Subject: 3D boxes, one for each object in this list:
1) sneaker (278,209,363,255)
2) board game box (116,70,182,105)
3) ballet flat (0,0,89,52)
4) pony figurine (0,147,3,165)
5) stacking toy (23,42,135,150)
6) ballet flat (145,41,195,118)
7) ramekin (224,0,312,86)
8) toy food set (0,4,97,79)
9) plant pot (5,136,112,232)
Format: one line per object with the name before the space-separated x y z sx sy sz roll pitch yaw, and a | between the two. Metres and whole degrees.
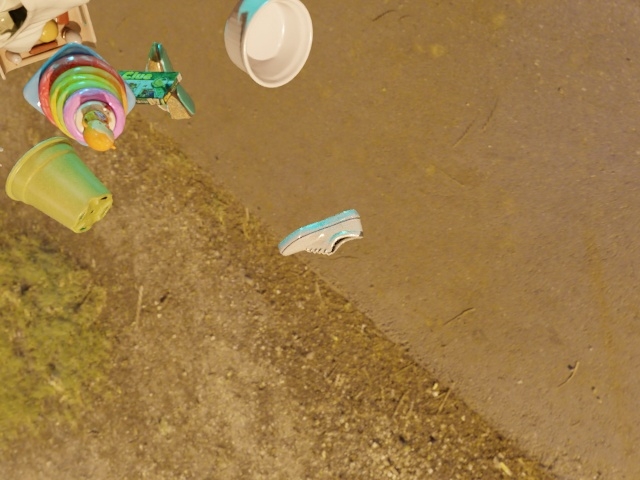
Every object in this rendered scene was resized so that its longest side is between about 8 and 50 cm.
sneaker | 0.000 0.000 1.521 0.258 0.094 0.091 -24 74 16
board game box | -0.557 -0.458 1.588 0.259 0.136 0.030 5 140 14
ballet flat | -0.450 -0.339 0.740 0.400 0.139 0.139 5 100 44
pony figurine | -1.105 -0.241 1.463 0.302 0.351 0.363 16 149 27
stacking toy | -0.424 -0.236 0.980 0.166 0.175 0.302 -44 40 1
ballet flat | -0.535 -0.528 1.816 0.123 0.348 0.123 -2 69 6
ramekin | -0.169 -0.643 1.684 0.135 0.277 0.277 37 118 32
toy food set | -0.835 -0.630 1.576 0.092 0.306 0.220 36 145 28
plant pot | -0.879 -0.171 1.847 0.254 0.276 0.276 39 123 0
